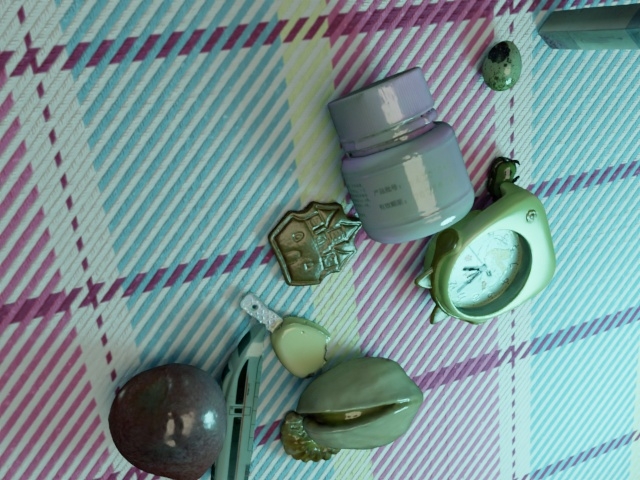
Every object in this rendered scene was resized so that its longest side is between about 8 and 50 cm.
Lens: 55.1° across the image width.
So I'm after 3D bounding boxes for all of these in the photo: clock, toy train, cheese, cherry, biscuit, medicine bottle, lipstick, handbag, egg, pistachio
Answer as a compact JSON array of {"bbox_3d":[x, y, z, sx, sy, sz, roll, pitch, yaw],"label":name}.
[{"bbox_3d":[0.378,0.052,1.449,0.348,0.117,0.286,-29,122,-7],"label":"clock"},{"bbox_3d":[-0.182,0.366,1.346,0.088,0.086,0.407,6,107,-10],"label":"toy train"},{"bbox_3d":[-0.078,0.200,1.365,0.127,0.050,0.255,-45,116,-1],"label":"cheese"},{"bbox_3d":[-0.299,0.369,1.254,0.239,0.206,0.239,-12,139,-11],"label":"cherry"},{"bbox_3d":[-0.017,0.486,1.474,0.183,0.061,0.118,19,100,-26],"label":"biscuit"},{"bbox_3d":[0.157,-0.171,1.239,0.241,0.241,0.302,-26,105,-13],"label":"medicine bottle"},{"bbox_3d":[0.596,-0.445,1.285,0.066,0.317,0.068,34,92,-27],"label":"lipstick"},{"bbox_3d":[0.001,0.001,1.345,0.215,0.034,0.182,-26,114,-12],"label":"biscuit"},{"bbox_3d":[0.434,-0.146,1.464,0.072,0.047,0.111,11,109,-13],"label":"handbag"},{"bbox_3d":[0.403,-0.386,1.357,0.085,0.085,0.110,5,104,-23],"label":"egg"},{"bbox_3d":[0.086,0.375,1.393,0.331,0.226,0.208,0,85,-32],"label":"pistachio"}]
